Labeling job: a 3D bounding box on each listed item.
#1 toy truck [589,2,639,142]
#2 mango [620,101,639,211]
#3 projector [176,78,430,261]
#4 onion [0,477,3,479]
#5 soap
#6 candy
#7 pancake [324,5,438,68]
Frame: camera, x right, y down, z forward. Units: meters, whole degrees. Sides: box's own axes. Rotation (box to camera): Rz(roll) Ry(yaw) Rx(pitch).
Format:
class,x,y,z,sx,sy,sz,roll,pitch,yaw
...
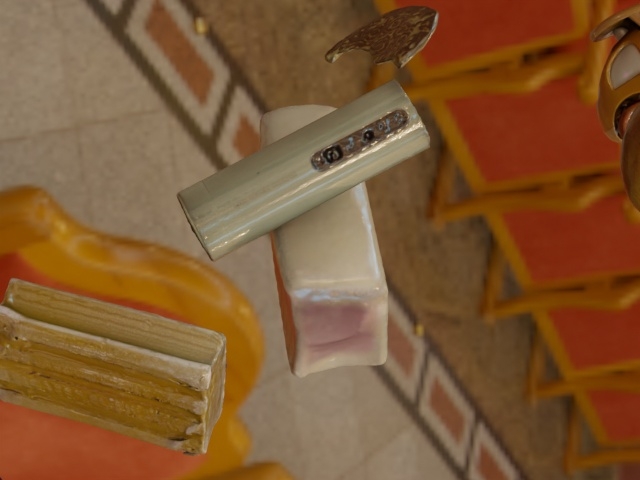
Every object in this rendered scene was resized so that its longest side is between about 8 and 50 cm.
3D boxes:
class,x,y,z,sx,sy,sz,roll,pitch,yaw
toy truck,0.537,-0.271,2.357,0.211,0.288,0.204,60,21,3
mango,0.373,-0.098,1.546,0.099,0.136,0.227,-48,169,-29
projector,-0.022,-0.093,2.066,0.108,0.337,0.108,61,-4,7
onion,-0.389,0.228,1.452,0.247,0.250,0.111,91,11,-65
soap,-0.256,0.154,1.881,0.173,0.274,0.089,98,9,-47
candy,0.002,-0.002,2.199,0.208,0.145,0.358,85,-3,-48
pancake,0.091,-0.287,2.265,0.020,0.184,0.190,58,12,-27
